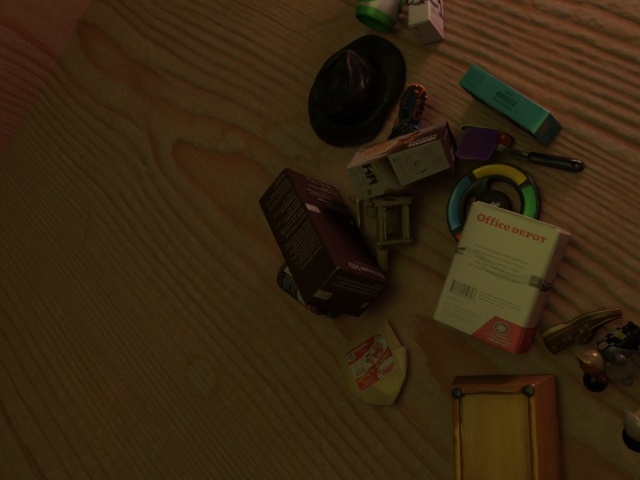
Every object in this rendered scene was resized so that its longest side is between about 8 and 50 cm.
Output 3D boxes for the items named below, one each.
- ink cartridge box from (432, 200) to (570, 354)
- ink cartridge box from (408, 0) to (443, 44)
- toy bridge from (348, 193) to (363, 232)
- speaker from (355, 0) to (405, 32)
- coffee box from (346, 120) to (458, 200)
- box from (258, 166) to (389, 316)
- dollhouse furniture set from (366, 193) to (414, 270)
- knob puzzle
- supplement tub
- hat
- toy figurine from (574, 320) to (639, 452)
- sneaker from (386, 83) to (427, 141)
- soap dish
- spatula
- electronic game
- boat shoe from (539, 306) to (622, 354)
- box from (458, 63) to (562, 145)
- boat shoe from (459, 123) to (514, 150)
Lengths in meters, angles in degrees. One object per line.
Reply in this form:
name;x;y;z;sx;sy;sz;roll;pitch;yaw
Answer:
ink cartridge box;0.400;0.079;1.522;0.207;0.117;0.283;23;99;31
ink cartridge box;0.278;-0.611;1.818;0.063;0.109;0.151;-7;74;29
toy bridge;0.078;-0.028;1.858;0.063;0.026;0.188;19;90;36
speaker;0.203;-0.732;1.892;0.131;0.131;0.297;26;93;36
coffee box;0.206;-0.196;1.711;0.246;0.141;0.098;-15;113;24
box;0.000;0.000;1.758;0.143;0.191;0.382;-48;47;25
dollhouse furniture set;0.180;-0.038;1.783;0.101;0.161;0.182;-5;112;-4
knob puzzle;0.142;0.321;1.723;0.213;0.030;0.213;-10;72;32
supplement tub;-0.019;0.129;1.837;0.197;0.106;0.106;34;98;35
hat;0.066;-0.432;1.906;0.331;0.134;0.332;-10;72;33
toy figurine;0.593;0.281;1.309;0.148;0.213;0.210;-38;59;5
sneaker;0.228;-0.295;1.799;0.083;0.087;0.221;21;106;5
soap dish;0.387;0.432;1.471;0.228;0.118;0.291;-8;72;33
spatula;0.464;-0.204;1.610;0.296;0.030;0.084;17;83;23
electronic game;0.405;-0.075;1.631;0.229;0.048;0.230;-9;73;32
boat shoe;0.554;0.189;1.456;0.178;0.064;0.060;-30;68;32
box;0.447;-0.321;1.634;0.244;0.100;0.060;45;106;34
boat shoe;0.404;-0.254;1.681;0.137;0.043;0.049;24;90;35
